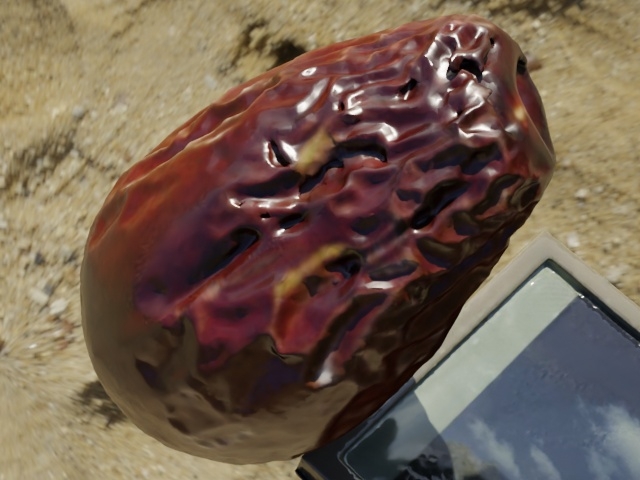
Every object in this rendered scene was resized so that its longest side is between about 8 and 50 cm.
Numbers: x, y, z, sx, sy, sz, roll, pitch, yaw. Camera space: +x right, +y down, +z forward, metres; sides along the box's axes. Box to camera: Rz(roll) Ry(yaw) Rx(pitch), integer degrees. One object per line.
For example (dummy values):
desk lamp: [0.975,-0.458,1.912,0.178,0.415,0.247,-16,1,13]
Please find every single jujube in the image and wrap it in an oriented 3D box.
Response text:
jujube: [0.000,0.000,0.625,0.236,0.168,0.168,-35,94,27]

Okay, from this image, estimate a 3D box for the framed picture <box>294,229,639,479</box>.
framed picture: [0.155,0.140,0.692,0.281,0.019,0.209,40,57,14]
